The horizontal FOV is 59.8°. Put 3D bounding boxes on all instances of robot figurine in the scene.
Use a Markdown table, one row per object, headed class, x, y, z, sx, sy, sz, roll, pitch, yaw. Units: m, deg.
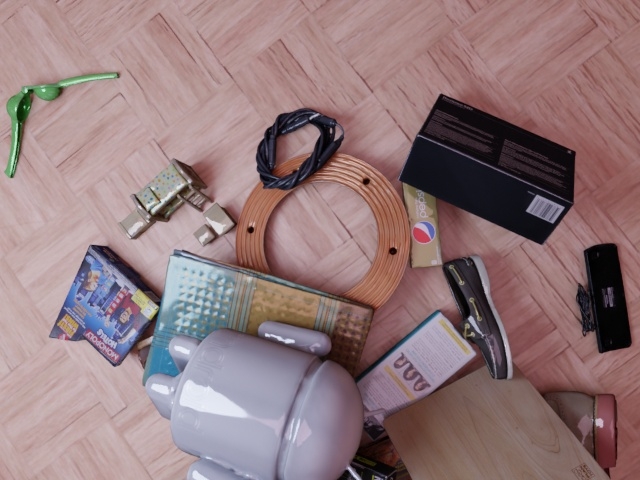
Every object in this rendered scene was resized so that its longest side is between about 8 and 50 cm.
| class | x | y | z | sx | sy | sz | roll | pitch | yaw |
| --- | --- | --- | --- | --- | --- | --- | --- | --- | --- |
| robot figurine | -0.086 | 0.259 | 0.858 | 0.353 | 0.200 | 0.300 | 14 | 56 | 13 |

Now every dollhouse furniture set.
| class | x | y | z | sx | sy | sz | roll | pitch | yaw |
| --- | --- | --- | --- | --- | --- | --- | --- | --- | --- |
| dollhouse furniture set | -0.283 | -0.032 | 1.058 | 0.182 | 0.101 | 0.161 | -41 | 84 | 4 |

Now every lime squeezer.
| class | x | y | z | sx | sy | sz | roll | pitch | yaw |
| --- | --- | --- | --- | --- | --- | --- | --- | --- | --- |
| lime squeezer | -0.557 | -0.270 | 1.121 | 0.310 | 0.059 | 0.110 | -41 | 84 | 3 |

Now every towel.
| class | x | y | z | sx | sy | sz | roll | pitch | yaw |
| --- | --- | --- | --- | --- | --- | --- | --- | --- | --- |
| towel | -0.115 | 0.191 | 0.991 | 0.370 | 0.040 | 0.272 | 15 | 97 | 3 |

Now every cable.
| class | x | y | z | sx | sy | sz | roll | pitch | yaw |
| --- | --- | --- | --- | --- | --- | --- | --- | --- | --- |
| cable | -0.054 | -0.172 | 1.038 | 0.150 | 0.047 | 0.184 | 37 | 83 | 28 |

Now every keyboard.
| class | x | y | z | sx | sy | sz | roll | pitch | yaw |
| --- | --- | --- | --- | --- | --- | --- | --- | --- | --- |
| keyboard | 0.501 | 0.104 | 1.008 | 0.100 | 0.038 | 0.192 | -6 | 86 | -17 |

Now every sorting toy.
| class | x | y | z | sx | sy | sz | roll | pitch | yaw |
| --- | --- | --- | --- | --- | --- | --- | --- | --- | --- |
| sorting toy | 0.276 | 0.362 | 0.916 | 0.255 | 0.089 | 0.257 | -26 | 43 | -6 |

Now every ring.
| class | x | y | z | sx | sy | sz | roll | pitch | yaw |
| --- | --- | --- | --- | --- | --- | --- | --- | --- | --- |
| ring | 0.000 | 0.000 | 1.038 | 0.336 | 0.032 | 0.337 | -2 | 83 | 15 |

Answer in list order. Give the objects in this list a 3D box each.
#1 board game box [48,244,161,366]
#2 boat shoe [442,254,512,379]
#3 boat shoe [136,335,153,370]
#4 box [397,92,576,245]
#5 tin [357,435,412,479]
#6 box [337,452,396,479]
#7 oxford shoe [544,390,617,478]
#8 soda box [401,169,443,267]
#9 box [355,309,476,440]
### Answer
| class | x | y | z | sx | sy | sz | roll | pitch | yaw |
| --- | --- | --- | --- | --- | --- | --- | --- | --- | --- |
| board game box | -0.422 | 0.143 | 1.082 | 0.194 | 0.060 | 0.194 | 39 | 95 | 13 |
| boat shoe | 0.275 | 0.138 | 0.982 | 0.068 | 0.081 | 0.228 | -11 | 66 | -2 |
| boat shoe | -0.253 | 0.194 | 1.061 | 0.207 | 0.073 | 0.073 | -27 | 73 | 14 |
| box | 0.287 | -0.128 | 0.950 | 0.261 | 0.184 | 0.103 | 26 | 133 | 7 |
| tin | 0.113 | 0.427 | 1.031 | 0.189 | 0.040 | 0.106 | -24 | 82 | 5 |
| box | 0.025 | 0.440 | 0.920 | 0.184 | 0.045 | 0.191 | 8 | 93 | 31 |
| oxford shoe | 0.440 | 0.433 | 0.971 | 0.130 | 0.123 | 0.348 | 3 | 85 | 28 |
| soda box | 0.186 | -0.041 | 1.026 | 0.058 | 0.061 | 0.181 | -6 | 87 | 7 |
| box | 0.157 | 0.243 | 1.020 | 0.244 | 0.060 | 0.100 | -41 | 84 | 4 |
